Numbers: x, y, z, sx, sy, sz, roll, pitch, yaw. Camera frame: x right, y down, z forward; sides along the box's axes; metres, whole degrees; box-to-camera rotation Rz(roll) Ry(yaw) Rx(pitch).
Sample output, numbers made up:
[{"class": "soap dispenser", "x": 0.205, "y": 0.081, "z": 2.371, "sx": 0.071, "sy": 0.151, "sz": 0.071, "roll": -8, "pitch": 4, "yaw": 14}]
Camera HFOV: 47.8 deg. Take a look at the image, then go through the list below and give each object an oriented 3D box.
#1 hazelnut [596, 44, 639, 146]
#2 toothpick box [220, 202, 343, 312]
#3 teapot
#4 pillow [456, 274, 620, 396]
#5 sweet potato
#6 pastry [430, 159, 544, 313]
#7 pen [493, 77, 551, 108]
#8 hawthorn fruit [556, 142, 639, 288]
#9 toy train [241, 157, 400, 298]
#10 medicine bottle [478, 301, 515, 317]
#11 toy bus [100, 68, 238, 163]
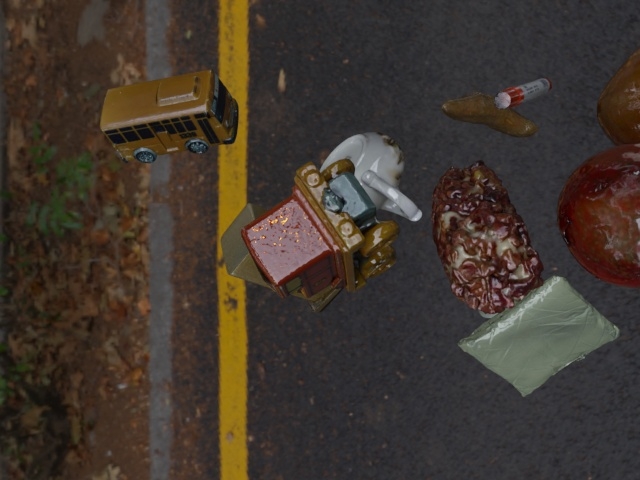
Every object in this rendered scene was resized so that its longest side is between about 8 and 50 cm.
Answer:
[{"class": "hazelnut", "x": 0.756, "y": -0.285, "z": 1.450, "sx": 0.365, "sy": 0.365, "sz": 0.366, "roll": 2, "pitch": 93, "yaw": 43}, {"class": "toothpick box", "x": -0.091, "y": 0.039, "z": 1.922, "sx": 0.187, "sy": 0.308, "sz": 0.190, "roll": -47, "pitch": 42, "yaw": 28}, {"class": "teapot", "x": 0.089, "y": -0.116, "z": 1.442, "sx": 0.204, "sy": 0.139, "sz": 0.298, "roll": -46, "pitch": 27, "yaw": 3}, {"class": "pillow", "x": 0.492, "y": 0.217, "z": 1.631, "sx": 0.280, "sy": 0.274, "sz": 0.076, "roll": -40, "pitch": 33, "yaw": 22}, {"class": "sweet potato", "x": 0.471, "y": -0.372, "z": 2.077, "sx": 0.092, "sy": 0.341, "sz": 0.114, "roll": -60, "pitch": 34, "yaw": 34}, {"class": "pastry", "x": 0.168, "y": -0.011, "z": 0.765, "sx": 0.097, "sy": 0.209, "sz": 0.115, "roll": -14, "pitch": 119, "yaw": 9}, {"class": "pen", "x": 0.299, "y": -0.216, "z": 1.056, "sx": 0.028, "sy": 0.239, "sz": 0.028, "roll": 10, "pitch": 110, "yaw": 28}, {"class": "hawthorn fruit", "x": 0.365, "y": -0.032, "z": 0.852, "sx": 0.235, "sy": 0.181, "sz": 0.181, "roll": -139, "pitch": 57, "yaw": -70}, {"class": "toy train", "x": 0.000, "y": 0.000, "z": 1.222, "sx": 0.231, "sy": 0.369, "sz": 0.163, "roll": -31, "pitch": 74, "yaw": -5}, {"class": "medicine bottle", "x": 0.450, "y": 0.118, "z": 1.963, "sx": 0.143, "sy": 0.147, "sz": 0.147, "roll": 44, "pitch": 132, "yaw": -19}, {"class": "toy bus", "x": -0.243, "y": -0.204, "z": 1.171, "sx": 0.200, "sy": 0.114, "sz": 0.098, "roll": -8, "pitch": 57, "yaw": 13}]
